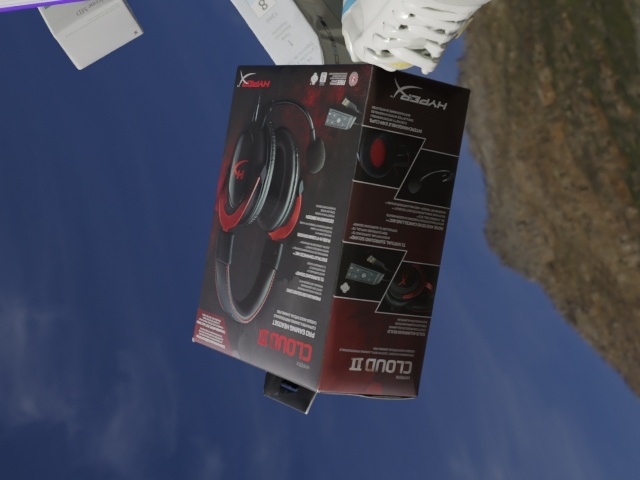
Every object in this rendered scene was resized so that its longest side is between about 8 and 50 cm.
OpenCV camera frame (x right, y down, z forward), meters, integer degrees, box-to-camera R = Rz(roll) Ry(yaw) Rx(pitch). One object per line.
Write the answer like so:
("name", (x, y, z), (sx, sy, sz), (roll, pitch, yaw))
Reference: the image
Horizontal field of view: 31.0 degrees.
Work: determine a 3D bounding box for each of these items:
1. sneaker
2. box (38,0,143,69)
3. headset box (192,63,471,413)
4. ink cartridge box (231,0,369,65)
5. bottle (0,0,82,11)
("sneaker", (0.070, -0.160, 0.771), (0.228, 0.087, 0.092), (-145, 65, -79))
("box", (-0.299, -0.294, 1.476), (0.087, 0.101, 0.102), (59, 179, 18))
("headset box", (0.000, 0.000, 1.005), (0.110, 0.218, 0.293), (8, -87, -34))
("ink cartridge box", (0.057, -0.238, 1.761), (0.385, 0.091, 0.308), (54, -159, 11))
("bottle", (-0.304, -0.265, 1.044), (0.092, 0.283, 0.118), (72, -167, -70))
